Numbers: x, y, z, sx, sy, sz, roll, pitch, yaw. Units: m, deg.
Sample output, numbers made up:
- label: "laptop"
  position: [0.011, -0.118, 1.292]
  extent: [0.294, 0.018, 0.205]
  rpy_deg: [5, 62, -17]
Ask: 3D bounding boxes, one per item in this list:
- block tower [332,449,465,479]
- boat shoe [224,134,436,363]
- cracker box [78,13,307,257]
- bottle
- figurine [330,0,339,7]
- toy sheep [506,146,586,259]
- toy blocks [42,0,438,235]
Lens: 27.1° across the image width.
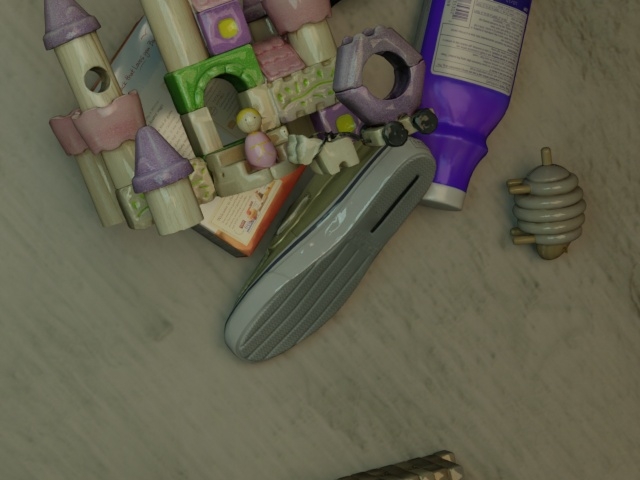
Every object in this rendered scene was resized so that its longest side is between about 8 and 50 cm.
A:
- label: "block tower"
  position: [0.006, 0.312, 1.421]
  extent: [0.335, 0.097, 0.091]
  rpy_deg: [-13, 93, -17]
- label: "boat shoe"
  position: [0.000, 0.000, 1.429]
  extent: [0.302, 0.094, 0.109]
  rpy_deg: [-47, 142, 1]
- label: "cracker box"
  position: [-0.136, -0.108, 1.404]
  extent: [0.232, 0.067, 0.155]
  rpy_deg: [35, 79, -13]
- label: "bottle"
  position: [0.155, -0.176, 1.474]
  extent: [0.118, 0.092, 0.283]
  rpy_deg: [13, 85, -16]
- label: "figurine"
  position: [-0.018, -0.337, 1.418]
  extent: [0.209, 0.092, 0.215]
  rpy_deg: [-36, 98, 11]
- label: "toy sheep"
  position: [0.257, -0.041, 1.504]
  extent: [0.091, 0.091, 0.132]
  rpy_deg: [-13, 111, -16]
- label: "toy blocks"
  position: [-0.103, -0.174, 1.219]
  extent: [0.289, 0.309, 0.260]
  rpy_deg: [-23, 101, -17]
